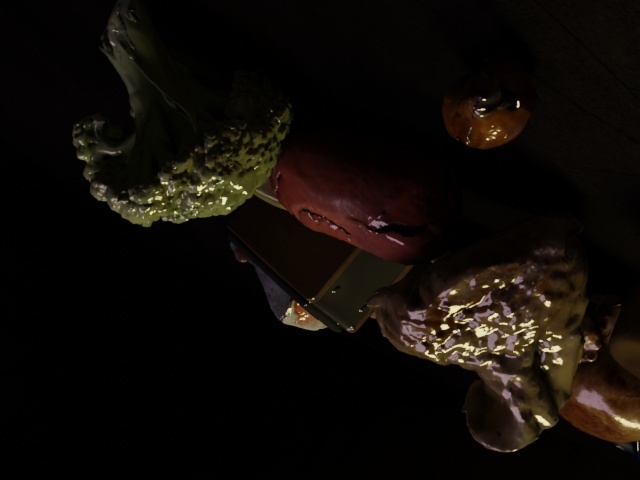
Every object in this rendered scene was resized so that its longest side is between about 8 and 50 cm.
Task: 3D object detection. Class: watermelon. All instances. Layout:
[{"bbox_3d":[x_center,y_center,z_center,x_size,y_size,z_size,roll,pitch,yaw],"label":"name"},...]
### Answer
[{"bbox_3d":[-0.027,0.087,2.543,0.320,0.213,0.289,5,149,38],"label":"watermelon"}]

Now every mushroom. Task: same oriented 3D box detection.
[{"bbox_3d":[0.397,0.163,1.838,0.283,0.195,0.263,52,-168,-42],"label":"mushroom"}]

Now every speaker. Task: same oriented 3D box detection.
[{"bbox_3d":[0.000,0.000,2.029,0.231,0.192,0.153,40,180,37],"label":"speaker"}]

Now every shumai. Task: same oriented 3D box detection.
[{"bbox_3d":[0.239,0.119,1.626,0.314,0.267,0.262,-32,85,48],"label":"shumai"}]

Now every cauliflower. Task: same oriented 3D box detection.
[{"bbox_3d":[-0.194,-0.149,1.676,0.281,0.260,0.327,45,-151,2],"label":"cauliflower"}]

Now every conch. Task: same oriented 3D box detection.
[{"bbox_3d":[0.166,-0.131,1.235,0.080,0.086,0.233,28,173,-6],"label":"conch"}]

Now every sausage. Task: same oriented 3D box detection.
[{"bbox_3d":[0.058,-0.066,1.703,0.280,0.152,0.152,24,170,29],"label":"sausage"}]

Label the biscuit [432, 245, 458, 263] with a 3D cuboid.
[{"bbox_3d":[0.243,0.074,2.027,0.273,0.049,0.257,43,-177,-3],"label":"biscuit"}]

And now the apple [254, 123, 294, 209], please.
[{"bbox_3d":[-0.042,-0.106,1.904,0.265,0.120,0.193,29,-177,4],"label":"apple"}]

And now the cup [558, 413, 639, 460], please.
[{"bbox_3d":[0.469,0.243,2.140,0.256,0.178,0.255,23,169,37],"label":"cup"}]

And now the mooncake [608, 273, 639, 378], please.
[{"bbox_3d":[0.485,0.122,1.488,0.284,0.155,0.284,28,172,5],"label":"mooncake"}]
